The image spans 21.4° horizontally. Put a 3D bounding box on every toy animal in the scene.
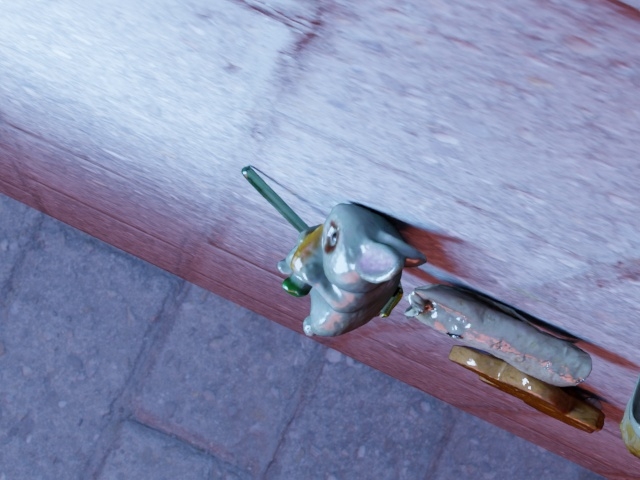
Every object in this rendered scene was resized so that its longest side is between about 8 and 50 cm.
[{"bbox_3d":[0.042,0.017,1.759,0.125,0.127,0.251,37,157,-6],"label":"toy animal"}]

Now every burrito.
[{"bbox_3d":[0.202,0.104,1.952,0.226,0.060,0.087,24,173,0],"label":"burrito"}]

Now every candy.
[{"bbox_3d":[0.000,0.000,1.902,0.091,0.083,0.305,21,164,40],"label":"candy"}]

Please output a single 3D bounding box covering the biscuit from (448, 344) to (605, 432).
[{"bbox_3d":[0.313,0.215,2.437,0.205,0.049,0.324,21,171,38],"label":"biscuit"}]

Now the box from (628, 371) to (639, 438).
[{"bbox_3d":[0.397,0.140,1.342,0.178,0.138,0.274,22,177,-25],"label":"box"}]

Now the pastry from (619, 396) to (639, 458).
[{"bbox_3d":[0.460,0.257,2.065,0.192,0.093,0.182,26,175,-10],"label":"pastry"}]
